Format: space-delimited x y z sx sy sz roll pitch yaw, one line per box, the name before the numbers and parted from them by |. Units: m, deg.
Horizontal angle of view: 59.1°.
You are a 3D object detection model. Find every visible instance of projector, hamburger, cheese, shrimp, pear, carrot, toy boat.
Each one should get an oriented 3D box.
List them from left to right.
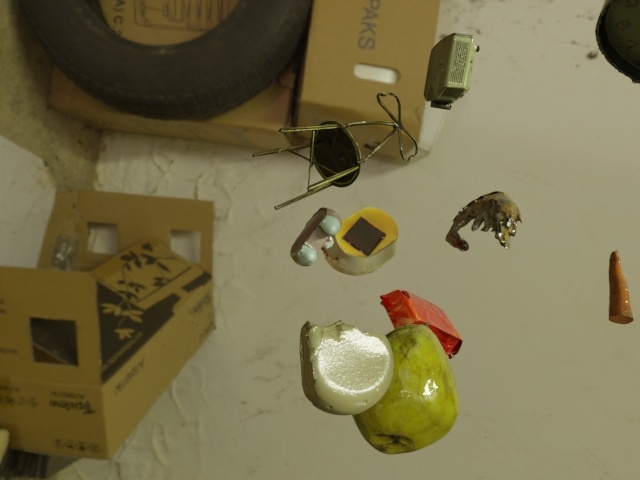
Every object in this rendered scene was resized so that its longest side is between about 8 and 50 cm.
toy boat | 0.000 0.000 1.353 0.155 0.085 0.227 -55 -172 2
cheese | 0.052 0.233 1.052 0.091 0.203 0.175 -36 -121 51
hamburger | 0.150 0.008 2.029 0.295 0.227 0.151 -27 152 -36
pear | 0.227 0.372 1.495 0.287 0.288 0.375 86 26 -55
projector | 0.367 -0.475 1.616 0.269 0.088 0.193 -100 -162 -79
shrimp | 0.337 -0.034 1.197 0.058 0.173 0.253 52 25 -15
carrot | 0.784 0.115 1.493 0.057 0.057 0.224 86 14 -54

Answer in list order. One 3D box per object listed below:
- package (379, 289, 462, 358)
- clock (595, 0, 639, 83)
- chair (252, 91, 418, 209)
package | 0.418 0.335 2.270 0.123 0.424 0.196 -45 -140 20
clock | 0.615 -0.339 0.926 0.061 0.313 0.312 -61 170 -6
chair | 0.038 -0.187 1.204 0.326 0.170 0.159 -26 90 -38
